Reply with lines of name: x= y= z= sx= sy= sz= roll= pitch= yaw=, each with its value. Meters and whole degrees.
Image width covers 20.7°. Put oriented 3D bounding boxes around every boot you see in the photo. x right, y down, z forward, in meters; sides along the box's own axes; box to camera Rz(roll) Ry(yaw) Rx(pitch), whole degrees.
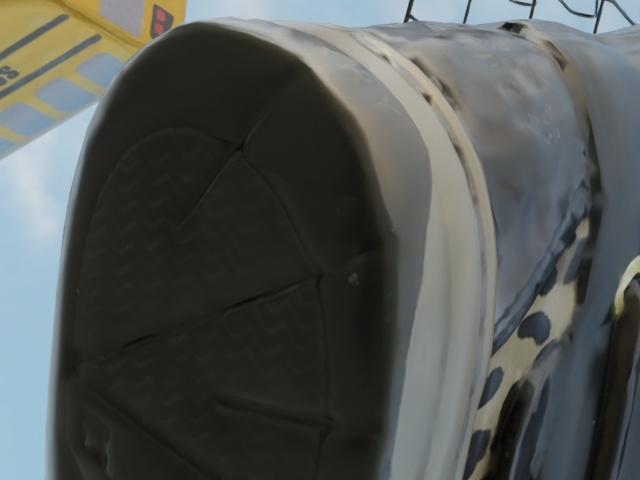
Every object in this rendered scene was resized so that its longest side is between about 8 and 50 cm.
boot: x=0.054 y=0.093 z=0.507 sx=0.138 sy=0.284 sz=0.377 roll=31 pitch=-54 yaw=37

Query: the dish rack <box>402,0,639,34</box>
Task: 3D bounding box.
dish rack: x=0.135 y=-0.090 z=0.991 sx=0.208 sy=0.074 sz=0.272 roll=14 pitch=-93 yaw=17

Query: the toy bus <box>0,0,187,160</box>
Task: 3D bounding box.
toy bus: x=-0.226 y=-0.096 z=0.934 sx=0.332 sy=0.130 sz=0.108 roll=-25 pitch=-129 yaw=39
